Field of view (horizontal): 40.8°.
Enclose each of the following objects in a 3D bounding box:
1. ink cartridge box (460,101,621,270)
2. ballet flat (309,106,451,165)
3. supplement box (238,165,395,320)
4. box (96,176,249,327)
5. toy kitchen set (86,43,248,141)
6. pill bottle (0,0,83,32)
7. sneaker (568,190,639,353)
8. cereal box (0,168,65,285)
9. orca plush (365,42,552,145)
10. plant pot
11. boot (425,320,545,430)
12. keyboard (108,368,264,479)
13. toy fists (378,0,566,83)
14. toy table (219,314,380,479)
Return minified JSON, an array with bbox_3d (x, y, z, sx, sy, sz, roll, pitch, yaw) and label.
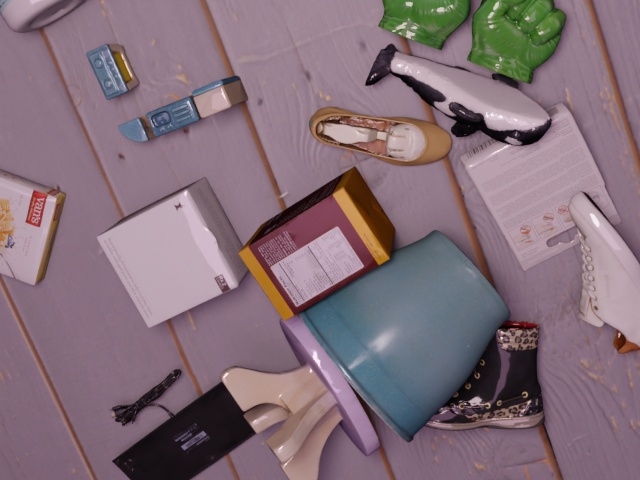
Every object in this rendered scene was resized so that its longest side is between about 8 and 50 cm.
[{"bbox_3d":[0.354,-0.084,1.377,0.181,0.056,0.225,-28,118,14],"label":"ink cartridge box"},{"bbox_3d":[0.093,-0.160,1.369,0.232,0.073,0.080,9,106,5],"label":"ballet flat"},{"bbox_3d":[0.000,0.000,1.363,0.194,0.191,0.129,-31,99,14],"label":"supplement box"},{"bbox_3d":[-0.240,0.019,1.440,0.181,0.119,0.181,-25,100,13],"label":"box"},{"bbox_3d":[-0.250,-0.258,1.365,0.207,0.122,0.166,-20,101,12],"label":"toy kitchen set"},{"bbox_3d":[-0.484,-0.469,1.329,0.146,0.146,0.264,-28,100,14],"label":"pill bottle"},{"bbox_3d":[0.446,0.063,1.357,0.123,0.106,0.290,-30,104,15],"label":"sneaker"},{"bbox_3d":[-0.584,-0.042,1.509,0.240,0.047,0.173,20,107,2],"label":"cereal box"},{"bbox_3d":[0.205,-0.198,1.323,0.287,0.151,0.102,17,130,8],"label":"orca plush"},{"bbox_3d":[0.146,0.128,1.356,0.255,0.271,0.272,-41,96,1],"label":"plant pot"},{"bbox_3d":[0.258,0.224,1.448,0.236,0.085,0.179,-1,101,6],"label":"boot"},{"bbox_3d":[-0.255,0.332,1.573,0.317,0.033,0.201,-37,104,14],"label":"keyboard"},{"bbox_3d":[0.227,-0.345,1.290,0.279,0.096,0.142,21,106,3],"label":"toy fists"},{"bbox_3d":[-0.037,0.277,1.428,0.160,0.252,0.274,-34,89,-13],"label":"toy table"}]
